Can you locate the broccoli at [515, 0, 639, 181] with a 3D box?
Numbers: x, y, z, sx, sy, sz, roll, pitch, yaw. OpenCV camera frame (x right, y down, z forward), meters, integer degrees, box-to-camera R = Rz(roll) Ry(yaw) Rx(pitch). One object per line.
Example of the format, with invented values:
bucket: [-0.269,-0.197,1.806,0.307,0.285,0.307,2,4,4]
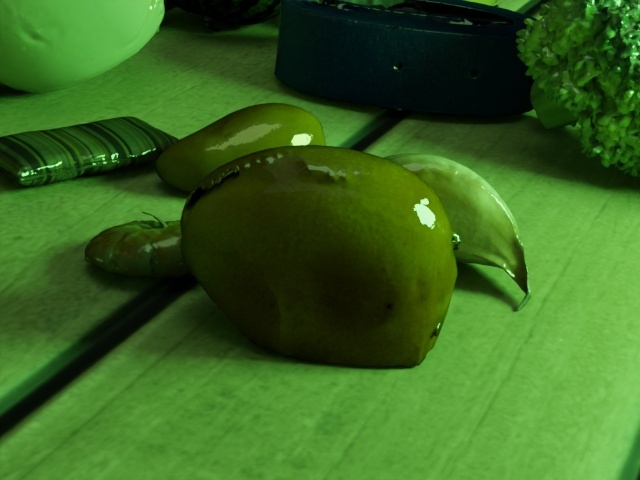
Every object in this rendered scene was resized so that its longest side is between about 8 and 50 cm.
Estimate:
broccoli: [0.357,-0.219,1.458,0.260,0.235,0.288,4,43,31]

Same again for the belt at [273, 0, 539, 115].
belt: [0.116,-0.251,1.619,0.347,0.117,0.212,7,25,2]

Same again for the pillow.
pillow: [-0.253,-0.097,1.322,0.203,0.038,0.113,-14,30,-36]

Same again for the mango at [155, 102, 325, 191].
mango: [-0.080,-0.095,1.306,0.184,0.084,0.102,-12,31,-23]

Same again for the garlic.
garlic: [0.104,-0.025,1.175,0.207,0.115,0.128,10,20,2]

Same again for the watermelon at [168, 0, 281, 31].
watermelon: [-0.132,-0.437,1.797,0.269,0.269,0.269,5,26,-3]

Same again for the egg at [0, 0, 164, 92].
egg: [-0.347,-0.333,1.458,0.283,0.345,0.283,-17,52,23]

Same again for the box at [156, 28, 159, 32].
box: [-0.376,-0.344,1.762,0.261,0.062,0.175,-8,30,-25]

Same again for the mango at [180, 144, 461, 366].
mango: [0.000,0.000,1.047,0.236,0.166,0.136,4,22,-7]

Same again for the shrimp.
shrimp: [-0.111,-0.003,1.155,0.217,0.051,0.115,-7,27,-20]

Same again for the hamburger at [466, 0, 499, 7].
hamburger: [0.147,-0.424,1.845,0.303,0.261,0.186,17,17,-22]
